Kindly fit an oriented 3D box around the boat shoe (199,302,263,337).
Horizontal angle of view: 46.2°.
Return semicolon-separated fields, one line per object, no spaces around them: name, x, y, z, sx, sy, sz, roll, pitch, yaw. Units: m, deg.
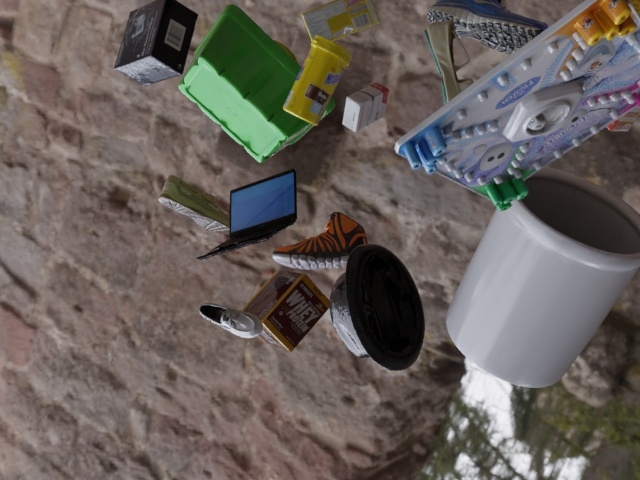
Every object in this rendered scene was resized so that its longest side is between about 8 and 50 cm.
boat shoe;-0.231;0.197;1.905;0.184;0.066;0.063;23;178;32

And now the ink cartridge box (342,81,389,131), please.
ink cartridge box;0.132;-0.390;2.193;0.056;0.099;0.135;35;-133;26

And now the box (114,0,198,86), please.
box;-0.377;-0.453;1.714;0.158;0.156;0.093;-3;160;45

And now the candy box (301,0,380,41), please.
candy box;0.059;-0.643;2.171;0.206;0.105;0.027;-17;-170;15

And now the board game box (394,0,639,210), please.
board game box;0.372;-0.199;1.231;0.390;0.390;0.050;15;-135;-53

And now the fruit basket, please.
fruit basket;-0.144;-0.432;1.970;0.392;0.392;0.283;10;157;-28

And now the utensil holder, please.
utensil holder;0.485;0.083;1.656;0.328;0.385;0.327;15;-147;-10

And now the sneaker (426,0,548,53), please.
sneaker;0.456;-0.608;2.002;0.330;0.147;0.130;24;166;22

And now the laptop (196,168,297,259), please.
laptop;-0.196;-0.072;2.012;0.234;0.136;0.264;-17;-171;30

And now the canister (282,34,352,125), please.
canister;-0.007;-0.340;1.610;0.073;0.170;0.126;28;-172;12

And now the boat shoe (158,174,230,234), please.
boat shoe;-0.371;-0.109;2.399;0.302;0.098;0.109;29;155;-32

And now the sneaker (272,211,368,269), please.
sneaker;0.000;0.000;2.529;0.321;0.180;0.124;1;163;1

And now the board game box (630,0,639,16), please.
board game box;0.922;-0.638;1.936;0.357;0.356;0.356;11;-158;17

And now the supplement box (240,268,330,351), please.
supplement box;-0.106;0.202;2.198;0.129;0.191;0.194;49;160;-20

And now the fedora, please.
fedora;0.127;0.181;1.934;0.152;0.334;0.334;-24;164;40

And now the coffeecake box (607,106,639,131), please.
coffeecake box;0.659;-0.355;1.641;0.068;0.185;0.142;-5;-134;-35

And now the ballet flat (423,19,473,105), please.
ballet flat;0.294;-0.365;1.649;0.086;0.248;0.086;-15;-177;1
